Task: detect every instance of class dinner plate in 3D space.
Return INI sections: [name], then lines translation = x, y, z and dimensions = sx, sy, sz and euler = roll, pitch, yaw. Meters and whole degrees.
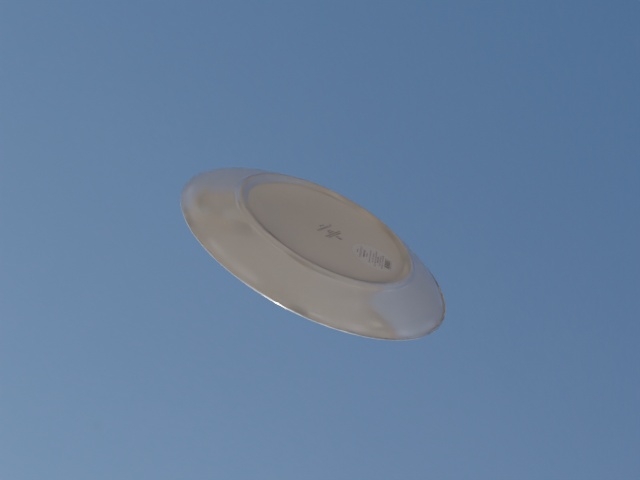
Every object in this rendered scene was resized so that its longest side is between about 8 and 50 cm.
[dinner plate]
translation = 0.000, 0.000, 0.765
dimensions = 0.141, 0.141, 0.017
euler = 37, -65, 17
